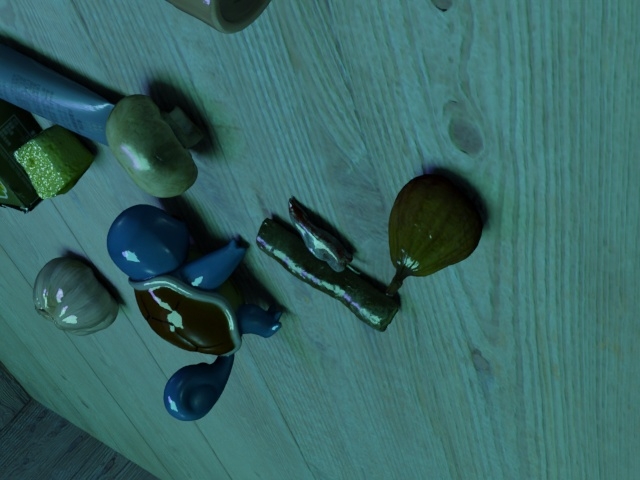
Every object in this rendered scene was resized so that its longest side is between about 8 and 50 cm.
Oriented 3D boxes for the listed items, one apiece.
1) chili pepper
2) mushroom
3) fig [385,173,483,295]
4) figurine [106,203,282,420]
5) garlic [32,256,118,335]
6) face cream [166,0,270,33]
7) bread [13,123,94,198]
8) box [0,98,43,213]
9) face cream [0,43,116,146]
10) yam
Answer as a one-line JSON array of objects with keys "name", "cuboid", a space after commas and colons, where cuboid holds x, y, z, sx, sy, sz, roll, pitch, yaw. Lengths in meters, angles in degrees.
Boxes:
[{"name": "chili pepper", "cuboid": [0.000, 0.001, 1.359, 0.153, 0.041, 0.050, 43, 137, -5]}, {"name": "mushroom", "cuboid": [-0.245, -0.145, 1.364, 0.166, 0.127, 0.166, 54, 171, 13]}, {"name": "fig", "cuboid": [0.123, -0.001, 1.105, 0.119, 0.153, 0.119, 38, -177, -3]}, {"name": "figurine", "cuboid": [-0.235, 0.111, 1.681, 0.298, 0.243, 0.417, 12, 122, 57]}, {"name": "garlic", "cuboid": [-0.611, 0.145, 2.232, 0.227, 0.152, 0.228, 25, 146, 18]}, {"name": "face cream", "cuboid": [-0.105, -0.298, 0.919, 0.104, 0.149, 0.149, 32, 152, 14]}, {"name": "bread", "cuboid": [-0.485, -0.149, 1.672, 0.129, 0.111, 0.114, -23, 111, 40]}, {"name": "box", "cuboid": [-0.744, -0.264, 1.793, 0.372, 0.138, 0.420, 13, 143, 42]}, {"name": "face cream", "cuboid": [-0.476, -0.255, 1.535, 0.385, 0.086, 0.136, 26, 153, 15]}, {"name": "yam", "cuboid": [0.005, 0.053, 1.412, 0.252, 0.061, 0.061, 33, 152, 14]}]
